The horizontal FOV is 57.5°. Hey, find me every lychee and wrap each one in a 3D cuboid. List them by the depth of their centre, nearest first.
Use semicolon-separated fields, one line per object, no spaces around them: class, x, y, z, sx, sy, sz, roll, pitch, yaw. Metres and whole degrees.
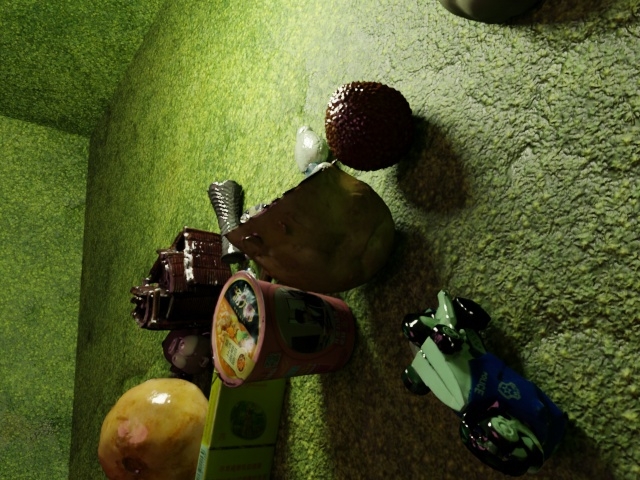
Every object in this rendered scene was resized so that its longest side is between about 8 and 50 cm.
lychee;0.098;-0.233;1.180;0.194;0.194;0.194;-21;63;51

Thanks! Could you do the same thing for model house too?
model house;-0.429;0.090;1.746;0.297;0.317;0.282;23;100;39

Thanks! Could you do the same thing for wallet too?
wallet;-0.116;0.025;1.454;0.110;0.031;0.198;-73;1;-47

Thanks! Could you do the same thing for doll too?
doll;-0.025;-0.214;1.439;0.103;0.072;0.214;-58;36;25
doll;-0.406;0.330;1.789;0.257;0.117;0.182;18;80;59

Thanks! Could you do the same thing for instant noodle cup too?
instant noodle cup;-0.070;0.192;1.223;0.244;0.255;0.243;-21;64;52

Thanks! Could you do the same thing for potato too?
potato;0.000;0.000;1.167;0.289;0.301;0.237;-32;95;22

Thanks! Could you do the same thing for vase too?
vase;-0.270;-0.052;1.729;0.115;0.116;0.237;-39;55;43

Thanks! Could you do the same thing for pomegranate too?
pomegranate;-0.444;0.546;1.632;0.338;0.338;0.338;-21;63;51

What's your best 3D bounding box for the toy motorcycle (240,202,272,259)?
toy motorcycle;-0.172;-0.022;1.596;0.225;0.073;0.152;-6;74;58

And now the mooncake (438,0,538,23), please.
mooncake;0.303;-0.513;1.007;0.275;0.135;0.274;-12;75;52

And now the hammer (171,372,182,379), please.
hammer;-0.455;0.318;1.945;0.125;0.027;0.297;-10;72;54

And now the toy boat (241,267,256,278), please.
toy boat;-0.168;0.165;1.547;0.292;0.070;0.210;-28;63;44

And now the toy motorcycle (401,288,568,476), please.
toy motorcycle;0.237;0.211;0.858;0.125;0.196;0.331;-63;25;20

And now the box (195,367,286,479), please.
box;-0.182;0.434;1.375;0.047;0.187;0.334;7;86;53
